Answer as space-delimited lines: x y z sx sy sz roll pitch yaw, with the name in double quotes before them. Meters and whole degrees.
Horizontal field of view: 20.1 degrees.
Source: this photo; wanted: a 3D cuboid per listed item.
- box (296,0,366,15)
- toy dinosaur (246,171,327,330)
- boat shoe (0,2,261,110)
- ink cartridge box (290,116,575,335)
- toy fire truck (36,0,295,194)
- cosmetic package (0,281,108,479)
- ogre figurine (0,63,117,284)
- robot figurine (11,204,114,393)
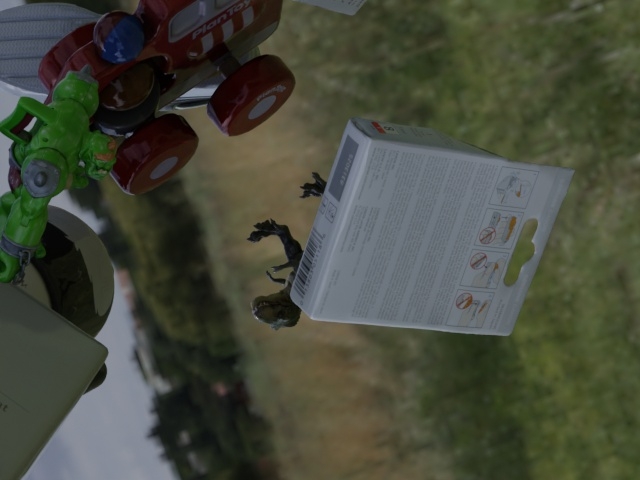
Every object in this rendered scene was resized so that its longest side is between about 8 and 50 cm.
"box" 0.005 -0.320 1.530 0.181 0.182 0.119 50 -160 19
"toy dinosaur" 0.000 0.000 1.955 0.118 0.268 0.064 44 150 16
"boat shoe" -0.234 -0.194 2.096 0.119 0.335 0.121 83 -167 -71
"ink cartridge box" 0.081 -0.008 1.306 0.045 0.179 0.145 45 123 51
"toy fire truck" -0.159 -0.197 1.844 0.169 0.302 0.254 52 163 15
"cosmetic package" -0.449 0.207 1.557 0.327 0.329 0.394 34 -149 -2
"ogre figurine" -0.231 -0.065 1.523 0.097 0.197 0.118 37 137 3
"robot figurine" -0.320 0.058 1.853 0.278 0.209 0.174 -33 -47 -69
